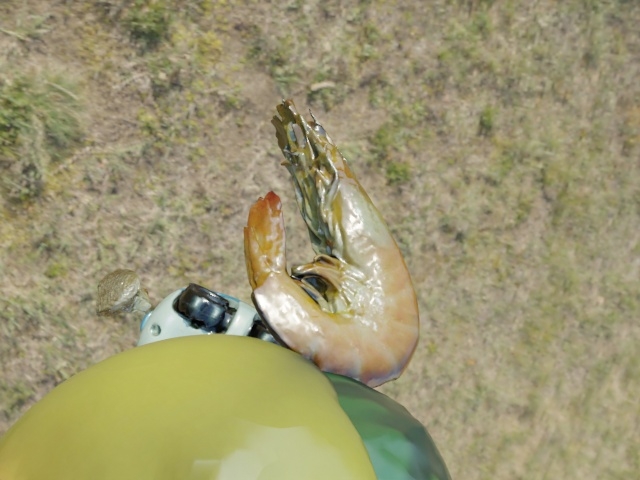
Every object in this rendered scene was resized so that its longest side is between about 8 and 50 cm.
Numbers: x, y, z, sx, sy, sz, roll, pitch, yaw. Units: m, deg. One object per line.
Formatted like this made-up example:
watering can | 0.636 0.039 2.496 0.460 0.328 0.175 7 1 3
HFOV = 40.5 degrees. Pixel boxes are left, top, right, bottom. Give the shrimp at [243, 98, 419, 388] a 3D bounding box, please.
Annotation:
shrimp | 0.000 0.000 0.682 0.150 0.249 0.068 4 148 -39

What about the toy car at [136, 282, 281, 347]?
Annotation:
toy car | -0.154 0.179 1.331 0.189 0.255 0.190 -63 -177 0

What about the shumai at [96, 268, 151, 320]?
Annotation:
shumai | -0.467 0.143 2.082 0.145 0.145 0.116 -54 129 -17

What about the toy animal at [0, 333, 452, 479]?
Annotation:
toy animal | -0.046 0.141 0.397 0.191 0.216 0.338 -53 148 16
